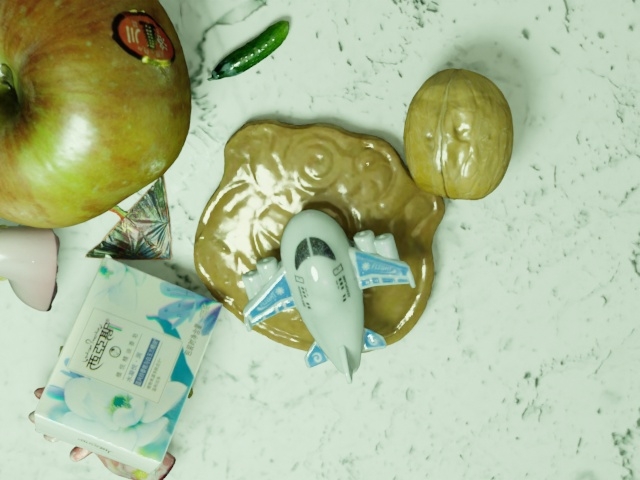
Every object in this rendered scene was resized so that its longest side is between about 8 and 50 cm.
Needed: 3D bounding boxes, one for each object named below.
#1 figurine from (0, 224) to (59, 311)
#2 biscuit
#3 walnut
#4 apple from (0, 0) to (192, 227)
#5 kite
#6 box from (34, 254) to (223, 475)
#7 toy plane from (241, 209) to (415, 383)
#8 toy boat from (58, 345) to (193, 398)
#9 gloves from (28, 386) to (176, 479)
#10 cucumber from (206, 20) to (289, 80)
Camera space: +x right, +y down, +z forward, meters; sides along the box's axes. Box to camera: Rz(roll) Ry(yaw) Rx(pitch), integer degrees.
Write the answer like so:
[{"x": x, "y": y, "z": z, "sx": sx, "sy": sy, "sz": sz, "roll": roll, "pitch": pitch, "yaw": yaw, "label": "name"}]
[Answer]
[{"x": -0.582, "y": 0.051, "z": 1.807, "sx": 0.315, "sy": 0.284, "sz": 0.206, "roll": -1, "pitch": 96, "yaw": -24, "label": "figurine"}, {"x": 0.000, "y": 0.001, "z": 1.855, "sx": 0.385, "sy": 0.062, "sz": 0.365, "roll": 17, "pitch": 104, "yaw": -4, "label": "biscuit"}, {"x": 0.206, "y": -0.158, "z": 1.761, "sx": 0.165, "sy": 0.165, "sz": 0.197, "roll": -2, "pitch": 96, "yaw": 1, "label": "walnut"}, {"x": -0.373, "y": -0.218, "z": 1.677, "sx": 0.400, "sy": 0.333, "sz": 0.400, "roll": 2, "pitch": 98, "yaw": 18, "label": "apple"}, {"x": -0.298, "y": -0.023, "z": 1.879, "sx": 0.159, "sy": 0.010, "sz": 0.190, "roll": 44, "pitch": 100, "yaw": -9, "label": "kite"}, {"x": -0.294, "y": 0.194, "z": 1.816, "sx": 0.203, "sy": 0.116, "sz": 0.274, "roll": 22, "pitch": 67, "yaw": -4, "label": "box"}, {"x": 0.011, "y": 0.081, "z": 1.784, "sx": 0.266, "sy": 0.122, "sz": 0.267, "roll": 0, "pitch": 104, "yaw": 0, "label": "toy plane"}, {"x": -0.316, "y": 0.218, "z": 1.905, "sx": 0.226, "sy": 0.068, "sz": 0.088, "roll": 18, "pitch": 67, "yaw": -7, "label": "toy boat"}, {"x": -0.355, "y": 0.305, "z": 1.911, "sx": 0.126, "sy": 0.145, "sz": 0.241, "roll": -43, "pitch": 105, "yaw": 2, "label": "gloves"}, {"x": -0.108, "y": -0.282, "z": 1.793, "sx": 0.155, "sy": 0.037, "sz": 0.037, "roll": -33, "pitch": 102, "yaw": 10, "label": "cucumber"}]
